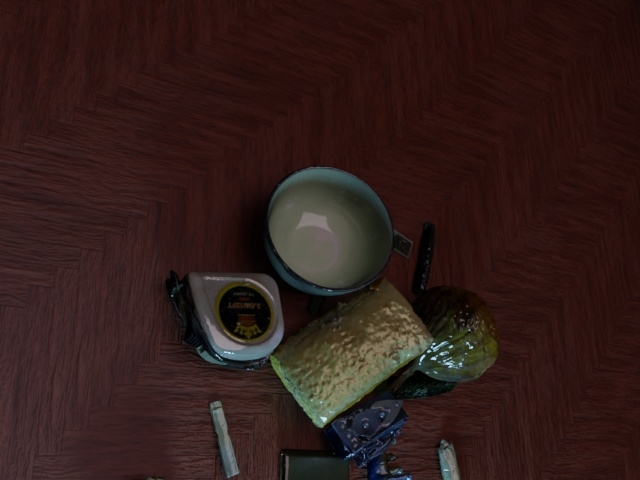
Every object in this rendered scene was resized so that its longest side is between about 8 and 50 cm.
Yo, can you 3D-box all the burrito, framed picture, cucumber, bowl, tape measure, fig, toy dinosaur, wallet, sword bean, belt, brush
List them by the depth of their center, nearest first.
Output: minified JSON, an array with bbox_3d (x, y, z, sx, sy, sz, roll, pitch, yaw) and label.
[{"bbox_3d":[-0.228,0.464,1.583,0.033,0.030,0.178,-10,69,-22],"label":"brush"},{"bbox_3d":[-0.232,0.196,1.614,0.271,0.133,0.231,7,62,-32],"label":"tape measure"},{"bbox_3d":[-0.011,0.581,1.690,0.198,0.031,0.110,13,67,-32],"label":"wallet"},{"bbox_3d":[0.127,0.488,1.739,0.218,0.122,0.128,-25,67,-30],"label":"belt"},{"bbox_3d":[0.126,0.585,1.767,0.188,0.075,0.247,-6,60,-25],"label":"toy dinosaur"},{"bbox_3d":[0.000,0.000,1.784,0.354,0.185,0.353,8,63,-16],"label":"bowl"},{"bbox_3d":[0.317,0.298,1.875,0.369,0.286,0.286,-31,93,-33],"label":"fig"},{"bbox_3d":[0.010,0.082,1.884,0.043,0.038,0.269,44,49,-47],"label":"sword bean"},{"bbox_3d":[0.375,0.662,1.929,0.058,0.045,0.188,0,72,-43],"label":"burrito"},{"bbox_3d":[0.285,0.420,1.939,0.294,0.067,0.067,6,70,-35],"label":"cucumber"},{"bbox_3d":[0.247,0.010,2.097,0.089,0.007,0.066,34,57,-21],"label":"framed picture"},{"bbox_3d":[0.332,0.051,2.120,0.044,0.043,0.256,31,57,-29],"label":"cucumber"}]

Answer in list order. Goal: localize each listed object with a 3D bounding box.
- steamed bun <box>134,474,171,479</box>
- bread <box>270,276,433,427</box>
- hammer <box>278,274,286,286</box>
[{"bbox_3d":[-0.355,0.588,1.399,0.192,0.106,0.177,23,47,-13],"label":"steamed bun"},{"bbox_3d":[0.078,0.271,1.715,0.375,0.165,0.236,-31,74,-19],"label":"bread"},{"bbox_3d":[-0.065,0.109,1.832,0.110,0.019,0.035,4,71,-37],"label":"hammer"}]
